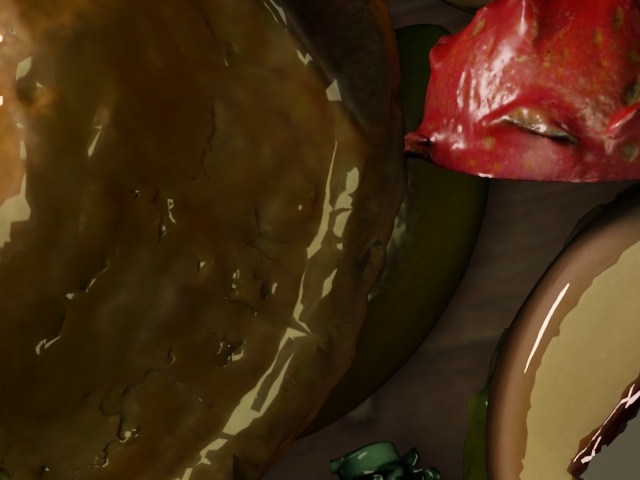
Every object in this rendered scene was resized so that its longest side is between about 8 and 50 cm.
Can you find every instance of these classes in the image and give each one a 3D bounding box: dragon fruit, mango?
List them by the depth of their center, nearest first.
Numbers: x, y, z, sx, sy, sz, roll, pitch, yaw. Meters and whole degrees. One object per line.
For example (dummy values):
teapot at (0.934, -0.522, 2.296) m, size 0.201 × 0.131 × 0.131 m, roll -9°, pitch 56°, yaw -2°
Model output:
dragon fruit at (0.109, -0.090, 0.884) m, size 0.153 × 0.153 × 0.111 m, roll -1°, pitch 101°, yaw 15°
mango at (0.003, 0.006, 0.997) m, size 0.237 × 0.091 × 0.137 m, roll -42°, pitch 85°, yaw 10°

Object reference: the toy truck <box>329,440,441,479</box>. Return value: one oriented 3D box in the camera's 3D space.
toy truck at (0.018, 0.160, 0.995) m, size 0.154 × 0.078 × 0.080 m, roll -43°, pitch 68°, yaw 41°

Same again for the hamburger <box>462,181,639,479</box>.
hamburger at (0.210, 0.095, 0.901) m, size 0.302 × 0.170 × 0.302 m, roll -1°, pitch 87°, yaw 11°

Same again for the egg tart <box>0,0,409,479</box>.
egg tart at (-0.186, -0.044, 0.918) m, size 0.443 × 0.178 × 0.443 m, roll -2°, pitch 81°, yaw 13°

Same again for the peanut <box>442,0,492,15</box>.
peanut at (0.123, -0.140, 0.971) m, size 0.192 × 0.089 × 0.089 m, roll 10°, pitch 91°, yaw 14°
